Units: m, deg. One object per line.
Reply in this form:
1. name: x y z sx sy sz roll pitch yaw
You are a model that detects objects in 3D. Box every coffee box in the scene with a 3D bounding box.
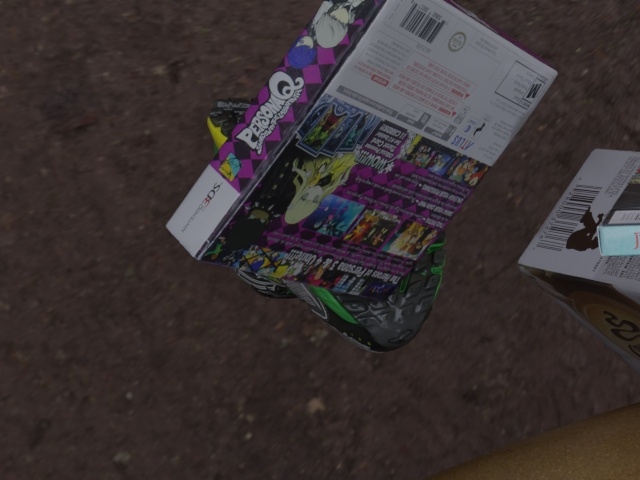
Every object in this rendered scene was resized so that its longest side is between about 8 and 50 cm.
1. coffee box: 0.297 0.036 0.964 0.168 0.297 0.119 40 79 -24

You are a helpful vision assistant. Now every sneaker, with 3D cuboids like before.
1. sneaker: 0.000 0.000 1.195 0.134 0.343 0.146 -6 119 -21

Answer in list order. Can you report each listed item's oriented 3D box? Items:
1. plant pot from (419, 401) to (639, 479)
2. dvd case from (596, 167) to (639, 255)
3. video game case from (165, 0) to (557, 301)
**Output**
1. plant pot: 0.095 0.198 0.681 0.254 0.237 0.237 -9 100 11
2. dvd case: 0.150 -0.016 0.495 0.087 0.119 0.013 -2 103 21
3. video game case: 0.036 -0.062 0.917 0.042 0.232 0.210 44 106 30
